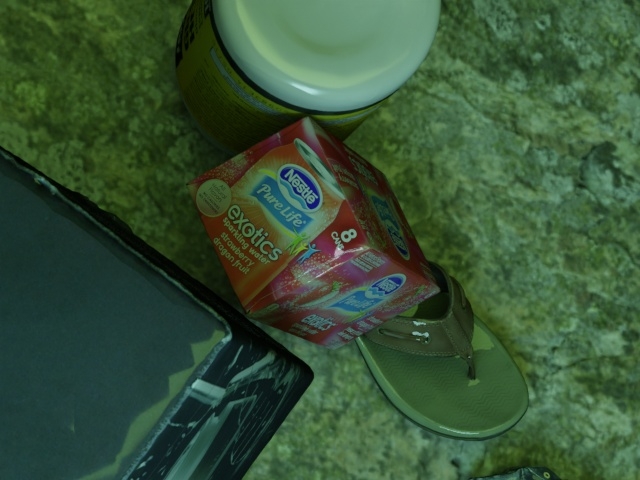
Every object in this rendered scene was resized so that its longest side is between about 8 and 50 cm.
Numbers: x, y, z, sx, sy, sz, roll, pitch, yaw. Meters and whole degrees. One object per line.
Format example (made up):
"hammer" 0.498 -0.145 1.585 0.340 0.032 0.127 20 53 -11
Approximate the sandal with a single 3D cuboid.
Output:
"sandal" 0.079 0.061 1.829 0.120 0.086 0.303 -38 90 -16

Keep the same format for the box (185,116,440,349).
"box" 0.000 0.000 1.685 0.122 0.257 0.128 -28 74 10

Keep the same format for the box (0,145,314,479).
"box" -0.275 0.191 1.457 0.297 0.472 0.480 36 88 11

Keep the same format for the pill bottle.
"pill bottle" -0.026 -0.171 1.717 0.188 0.334 0.188 2 79 -12

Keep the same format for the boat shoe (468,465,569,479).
"boat shoe" 0.228 0.247 1.842 0.183 0.065 0.083 -7 83 -13
